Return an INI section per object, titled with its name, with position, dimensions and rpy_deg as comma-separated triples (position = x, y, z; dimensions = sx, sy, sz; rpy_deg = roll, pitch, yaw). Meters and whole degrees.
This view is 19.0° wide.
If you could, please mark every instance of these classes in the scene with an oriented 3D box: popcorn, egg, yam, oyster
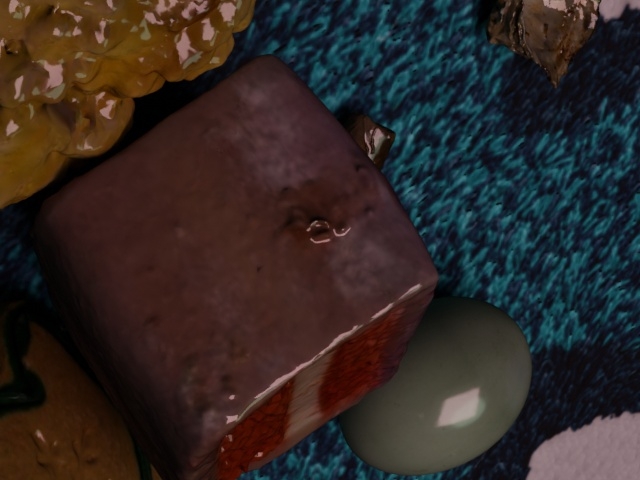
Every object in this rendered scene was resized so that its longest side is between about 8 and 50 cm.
[popcorn]
position = -0.178, -0.180, 1.331
dimensions = 0.265, 0.225, 0.332
rpy_deg = 20, 99, -38
[egg]
position = 0.105, 0.135, 1.760
dimensions = 0.192, 0.149, 0.149
rpy_deg = -38, 131, -11
[yam]
position = 0.000, 0.000, 1.676
dimensions = 0.057, 0.057, 0.241
rpy_deg = 14, 109, -38
[oyster]
position = 0.184, -0.215, 1.677
dimensions = 0.177, 0.056, 0.105
rpy_deg = 38, 80, -42

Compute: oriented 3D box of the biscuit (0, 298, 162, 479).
[biscuit]
position = -0.217, 0.187, 1.534
dimensions = 0.344, 0.057, 0.287
rpy_deg = 5, 73, -59

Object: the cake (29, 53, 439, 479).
[cake]
position = -0.066, 0.043, 1.467
dimensions = 0.237, 0.230, 0.309
rpy_deg = -31, 165, -13
